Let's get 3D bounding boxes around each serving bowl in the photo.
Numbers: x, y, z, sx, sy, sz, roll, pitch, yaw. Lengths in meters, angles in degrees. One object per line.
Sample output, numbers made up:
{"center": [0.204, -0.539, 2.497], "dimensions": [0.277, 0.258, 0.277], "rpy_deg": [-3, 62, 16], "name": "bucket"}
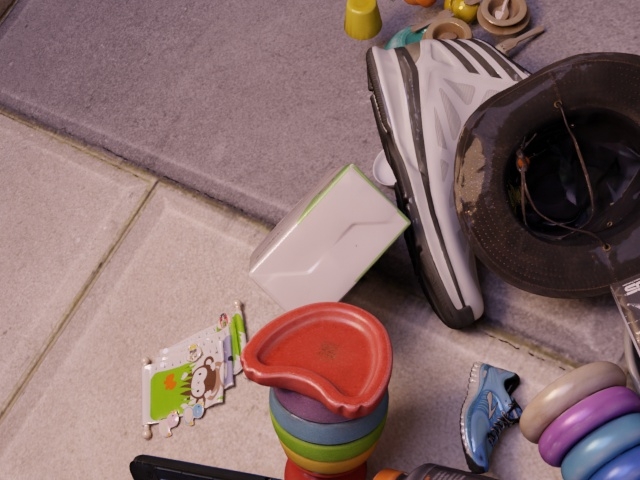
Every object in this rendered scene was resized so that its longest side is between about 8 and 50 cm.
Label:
{"center": [0.129, -0.121, 1.359], "dimensions": [0.083, 0.027, 0.083], "rpy_deg": [-16, 55, 24], "name": "serving bowl"}

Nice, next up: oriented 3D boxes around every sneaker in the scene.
{"center": [0.232, -0.109, 1.194], "dimensions": [0.257, 0.169, 0.448], "rpy_deg": [-12, 73, 1], "name": "sneaker"}
{"center": [0.221, 0.223, 1.054], "dimensions": [0.073, 0.063, 0.162], "rpy_deg": [1, 45, 22], "name": "sneaker"}

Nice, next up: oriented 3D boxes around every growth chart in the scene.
{"center": [-0.212, 0.221, 1.379], "dimensions": [0.237, 0.021, 0.172], "rpy_deg": [-30, 52, 15], "name": "growth chart"}

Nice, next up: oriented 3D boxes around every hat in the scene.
{"center": [0.344, -0.078, 1.090], "dimensions": [0.331, 0.134, 0.332], "rpy_deg": [-1, 87, 14], "name": "hat"}

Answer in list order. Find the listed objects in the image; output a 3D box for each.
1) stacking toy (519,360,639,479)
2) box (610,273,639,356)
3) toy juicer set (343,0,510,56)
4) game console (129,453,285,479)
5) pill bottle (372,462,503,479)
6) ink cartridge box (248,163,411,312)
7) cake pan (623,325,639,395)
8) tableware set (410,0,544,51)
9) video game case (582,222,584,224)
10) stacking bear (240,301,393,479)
{"center": [0.363, 0.300, 0.900], "dimensions": [0.141, 0.141, 0.330], "rpy_deg": [-36, 55, 9], "name": "stacking toy"}
{"center": [0.471, 0.091, 0.921], "dimensions": [0.231, 0.056, 0.183], "rpy_deg": [-25, 52, 19], "name": "box"}
{"center": [0.201, -0.331, 1.416], "dimensions": [0.209, 0.089, 0.329], "rpy_deg": [-30, 64, -10], "name": "toy juicer set"}
{"center": [-0.155, 0.450, 1.103], "dimensions": [0.293, 0.250, 0.173], "rpy_deg": [-1, 28, 32], "name": "game console"}
{"center": [0.174, 0.343, 0.983], "dimensions": [0.245, 0.130, 0.131], "rpy_deg": [6, 66, 35], "name": "pill bottle"}
{"center": [0.000, 0.000, 1.242], "dimensions": [0.207, 0.119, 0.353], "rpy_deg": [-47, 6, 0], "name": "ink cartridge box"}
{"center": [0.509, 0.119, 0.953], "dimensions": [0.293, 0.054, 0.293], "rpy_deg": [-16, 55, 25], "name": "cake pan"}
{"center": [0.256, -0.357, 1.350], "dimensions": [0.194, 0.039, 0.128], "rpy_deg": [-28, 64, -9], "name": "tableware set"}
{"center": [0.435, -0.021, 1.111], "dimensions": [0.119, 0.015, 0.166], "rpy_deg": [-36, 50, 9], "name": "video game case"}
{"center": [0.008, 0.237, 1.065], "dimensions": [0.175, 0.289, 0.164], "rpy_deg": [17, 40, 20], "name": "stacking bear"}
